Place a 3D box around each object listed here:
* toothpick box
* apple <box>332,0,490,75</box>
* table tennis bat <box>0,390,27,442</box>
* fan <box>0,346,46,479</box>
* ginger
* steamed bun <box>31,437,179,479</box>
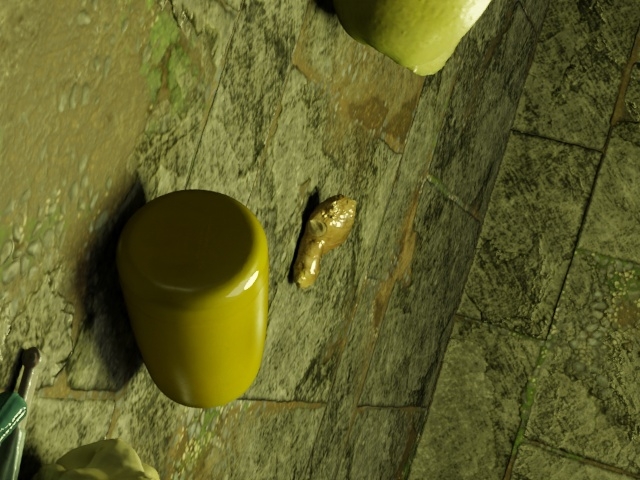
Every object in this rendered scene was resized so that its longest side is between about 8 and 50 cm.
[{"bbox_3d":[-0.146,0.082,1.768,0.271,0.175,0.175,89,23,-52],"label":"toothpick box"},{"bbox_3d":[0.130,-0.389,2.114,0.258,0.233,0.295,-62,-178,6],"label":"apple"},{"bbox_3d":[-0.356,0.225,1.462,0.124,0.033,0.201,93,23,-44],"label":"table tennis bat"},{"bbox_3d":[-0.337,0.248,1.545,0.023,0.057,0.282,23,78,-59],"label":"fan"},{"bbox_3d":[0.003,-0.001,2.366,0.165,0.067,0.096,-63,165,11],"label":"ginger"},{"bbox_3d":[-0.256,0.357,1.639,0.289,0.203,0.276,-74,161,-55],"label":"steamed bun"}]
